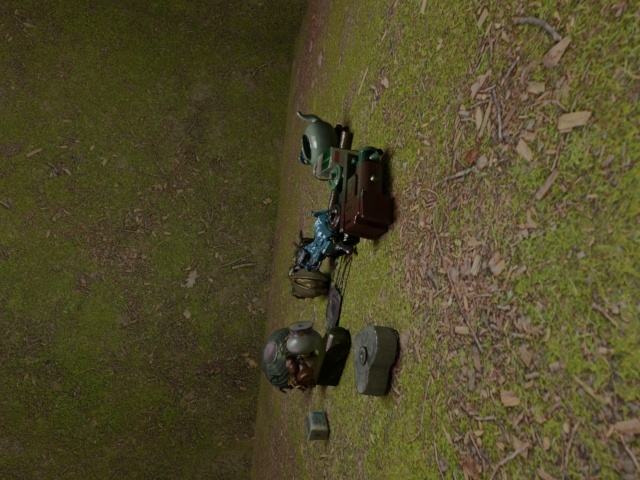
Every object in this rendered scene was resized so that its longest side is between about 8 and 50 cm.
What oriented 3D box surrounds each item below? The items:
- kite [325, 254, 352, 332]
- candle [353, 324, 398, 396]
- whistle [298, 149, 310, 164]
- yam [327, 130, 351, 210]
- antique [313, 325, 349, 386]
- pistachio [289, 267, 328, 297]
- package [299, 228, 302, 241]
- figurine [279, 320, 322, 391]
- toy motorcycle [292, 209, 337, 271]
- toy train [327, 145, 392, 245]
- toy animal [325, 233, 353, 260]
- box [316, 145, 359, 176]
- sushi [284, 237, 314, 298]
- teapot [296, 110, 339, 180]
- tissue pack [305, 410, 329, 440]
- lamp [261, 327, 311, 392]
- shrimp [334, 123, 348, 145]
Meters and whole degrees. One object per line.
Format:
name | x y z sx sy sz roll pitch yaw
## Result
kite | 0.057 0.195 1.646 0.204 0.022 0.360 -112 31 -67
candle | 0.138 0.301 1.155 0.168 0.068 0.192 -121 43 -71
whistle | -0.069 -0.460 2.353 0.227 0.085 0.105 156 129 -75
yam | 0.075 -0.269 1.743 0.045 0.045 0.326 33 120 46
antique | 0.038 0.395 1.502 0.081 0.080 0.220 -103 23 -59
pistachio | -0.044 0.178 1.823 0.223 0.152 0.126 3 83 58
package | -0.111 -0.021 2.470 0.110 0.015 0.037 -101 21 -55
figurine | -0.061 0.452 1.685 0.142 0.190 0.263 -159 61 -74
toy motorcycle | -0.005 -0.013 1.750 0.272 0.124 0.182 -60 42 16
toy train | 0.120 -0.142 1.313 0.221 0.150 0.304 145 132 -59
toy animal | 0.074 0.029 1.559 0.202 0.070 0.105 -163 87 -68
box | 0.072 -0.269 1.557 0.199 0.135 0.081 171 106 -75
sushi | -0.080 0.128 2.020 0.131 0.139 0.290 -147 66 -67
teapot | -0.005 -0.386 1.775 0.193 0.130 0.294 -179 77 -74
tissue pack | -0.012 0.674 1.596 0.094 0.074 0.058 -107 24 -65
lamp | -0.144 0.521 1.923 0.233 0.233 0.265 109 155 -43
shrimp | 0.076 -0.400 1.818 0.187 0.052 0.132 104 149 -52
